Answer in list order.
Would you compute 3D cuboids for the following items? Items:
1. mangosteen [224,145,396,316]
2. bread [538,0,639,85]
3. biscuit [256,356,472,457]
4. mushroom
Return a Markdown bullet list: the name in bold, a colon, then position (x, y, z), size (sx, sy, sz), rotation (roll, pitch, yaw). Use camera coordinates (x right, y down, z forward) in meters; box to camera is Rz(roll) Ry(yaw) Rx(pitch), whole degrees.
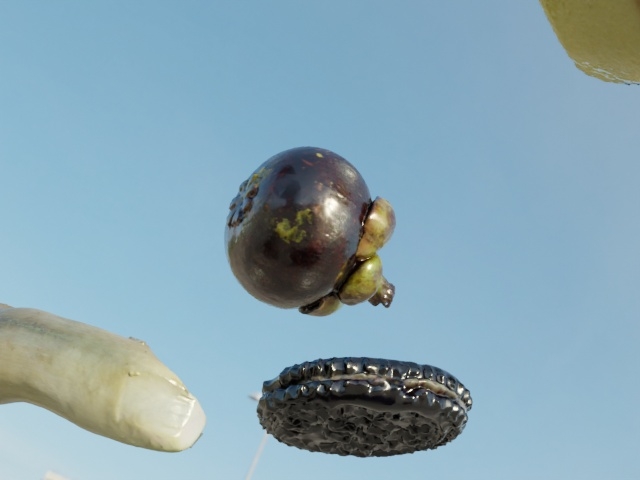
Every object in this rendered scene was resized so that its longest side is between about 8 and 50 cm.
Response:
- **mangosteen**: position (0.000, 0.000, 1.175), size (0.217, 0.192, 0.192), rotation (29, -24, -16)
- **bread**: position (0.387, -0.285, 1.036), size (0.263, 0.236, 0.198), rotation (10, -33, 44)
- **biscuit**: position (0.039, 0.151, 0.917), size (0.195, 0.053, 0.194), rotation (3, -27, 1)
- **mushroom**: position (-0.169, 0.088, 0.668), size (0.209, 0.084, 0.071), rotation (9, -48, 28)
